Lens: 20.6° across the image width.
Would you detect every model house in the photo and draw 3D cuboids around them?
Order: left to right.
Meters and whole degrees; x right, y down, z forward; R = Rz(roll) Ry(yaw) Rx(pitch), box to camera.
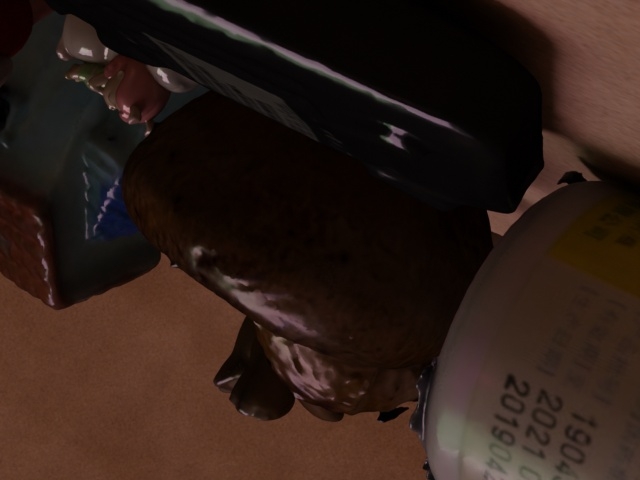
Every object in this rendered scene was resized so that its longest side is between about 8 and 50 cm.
[{"bbox_3d":[-0.229,-0.048,1.524,0.295,0.329,0.252,28,176,35],"label":"model house"}]

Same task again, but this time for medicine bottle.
[{"bbox_3d":[0.257,0.126,0.956,0.378,0.213,0.213,27,178,29],"label":"medicine bottle"}]

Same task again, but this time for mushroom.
[{"bbox_3d":[0.011,-0.005,1.179,0.283,0.195,0.263,50,173,-38],"label":"mushroom"}]

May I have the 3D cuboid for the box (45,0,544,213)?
[{"bbox_3d":[-0.022,-0.100,0.877,0.289,0.073,0.290,27,178,8],"label":"box"}]

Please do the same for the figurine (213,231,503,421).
[{"bbox_3d":[0.046,0.050,1.431,0.173,0.247,0.177,24,180,-12],"label":"figurine"}]

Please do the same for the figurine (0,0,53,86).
[{"bbox_3d":[-0.248,-0.102,0.946,0.154,0.421,0.193,46,132,-15],"label":"figurine"}]

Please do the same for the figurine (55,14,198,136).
[{"bbox_3d":[-0.109,-0.123,1.240,0.146,0.098,0.081,24,-164,31],"label":"figurine"}]
